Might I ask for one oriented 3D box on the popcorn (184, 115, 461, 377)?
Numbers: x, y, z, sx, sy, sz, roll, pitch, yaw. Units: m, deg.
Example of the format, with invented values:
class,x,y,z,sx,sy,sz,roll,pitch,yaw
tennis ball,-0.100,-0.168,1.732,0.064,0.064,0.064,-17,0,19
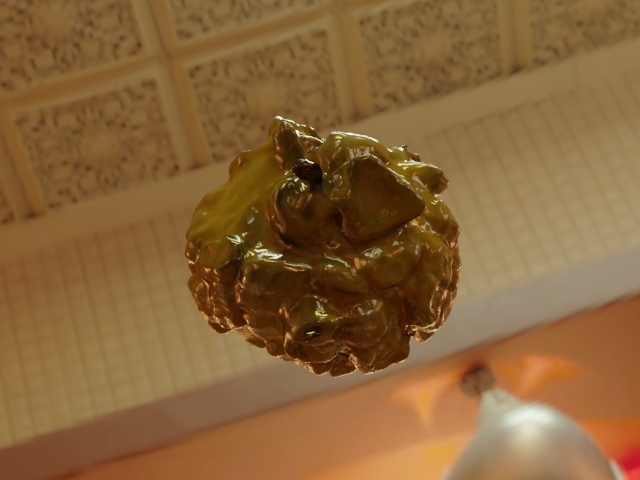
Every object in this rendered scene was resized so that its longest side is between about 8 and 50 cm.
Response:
class,x,y,z,sx,sy,sz,roll,pitch,yaw
popcorn,0.003,0.001,1.356,0.189,0.218,0.169,-69,-20,-1
